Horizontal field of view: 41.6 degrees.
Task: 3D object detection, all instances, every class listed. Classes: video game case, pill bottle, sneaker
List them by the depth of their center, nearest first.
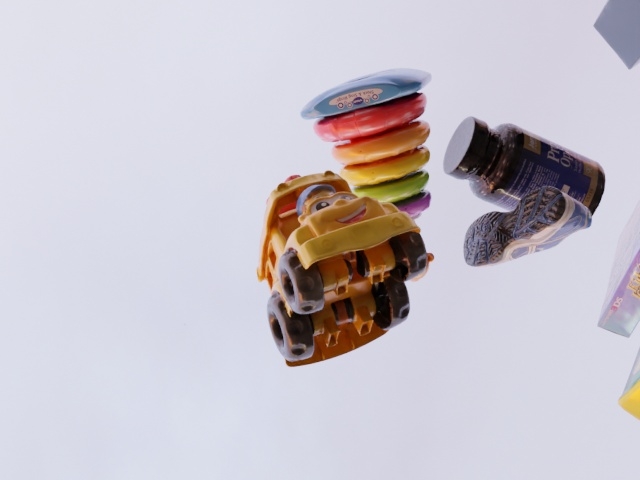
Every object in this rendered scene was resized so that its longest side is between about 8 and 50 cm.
[{"bbox_3d":[0.277,-0.006,1.154,0.081,0.211,0.080,14,-112,-28],"label":"sneaker"},{"bbox_3d":[0.301,-0.101,1.261,0.219,0.123,0.123,21,-99,-13],"label":"pill bottle"},{"bbox_3d":[0.545,-0.014,1.373,0.061,0.269,0.244,23,-133,12],"label":"video game case"}]

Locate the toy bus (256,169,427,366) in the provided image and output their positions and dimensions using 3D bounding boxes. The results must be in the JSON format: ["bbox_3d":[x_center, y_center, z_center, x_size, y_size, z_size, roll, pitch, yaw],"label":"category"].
[{"bbox_3d":[0.000,0.000,0.926,0.149,0.220,0.211,-15,-121,-18],"label":"toy bus"}]

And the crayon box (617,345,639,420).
[{"bbox_3d":[0.399,0.058,0.457,0.313,0.363,0.106,35,-133,12],"label":"crayon box"}]

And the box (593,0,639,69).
[{"bbox_3d":[0.521,-0.369,1.210,0.184,0.261,0.103,-37,-98,3],"label":"box"}]

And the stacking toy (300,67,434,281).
[{"bbox_3d":[0.096,-0.081,1.186,0.175,0.166,0.302,-11,-77,17],"label":"stacking toy"}]
